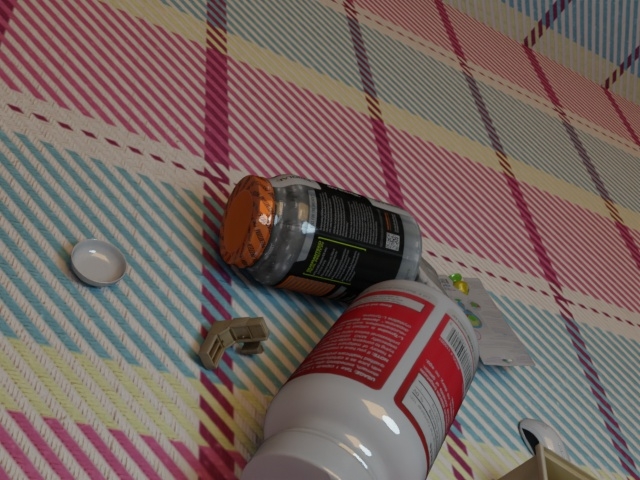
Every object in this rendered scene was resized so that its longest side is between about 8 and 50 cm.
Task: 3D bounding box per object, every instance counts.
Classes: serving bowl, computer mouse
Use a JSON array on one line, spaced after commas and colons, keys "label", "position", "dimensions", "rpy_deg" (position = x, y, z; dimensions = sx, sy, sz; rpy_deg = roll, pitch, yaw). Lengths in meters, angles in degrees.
[{"label": "serving bowl", "position": [-0.330, 0.038, 1.100], "dimensions": [0.083, 0.027, 0.083], "rpy_deg": [23, 38, -20]}, {"label": "computer mouse", "position": [0.429, 0.400, 1.340], "dimensions": [0.106, 0.042, 0.193], "rpy_deg": [-4, 53, -41]}]

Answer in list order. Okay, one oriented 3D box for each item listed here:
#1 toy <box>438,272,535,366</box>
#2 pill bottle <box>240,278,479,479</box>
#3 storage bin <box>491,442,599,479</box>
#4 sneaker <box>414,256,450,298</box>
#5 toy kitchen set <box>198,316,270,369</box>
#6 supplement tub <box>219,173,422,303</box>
[{"label": "toy", "position": [0.308, 0.167, 1.477], "dimensions": [0.137, 0.056, 0.237], "rpy_deg": [7, 42, -31]}, {"label": "pill bottle", "position": [0.064, 0.240, 1.048], "dimensions": [0.229, 0.229, 0.408], "rpy_deg": [41, 36, 4]}, {"label": "storage bin", "position": [0.394, 0.497, 1.120], "dimensions": [0.260, 0.123, 0.262], "rpy_deg": [33, 34, -14]}, {"label": "sneaker", "position": [0.210, 0.105, 1.420], "dimensions": [0.115, 0.105, 0.281], "rpy_deg": [2, 52, -47]}, {"label": "toy kitchen set", "position": [-0.122, 0.165, 1.112], "dimensions": [0.075, 0.083, 0.068], "rpy_deg": [-69, 145, -52]}, {"label": "supplement tub", "position": [0.000, 0.000, 1.280], "dimensions": [0.316, 0.193, 0.193], "rpy_deg": [15, 42, -29]}]
